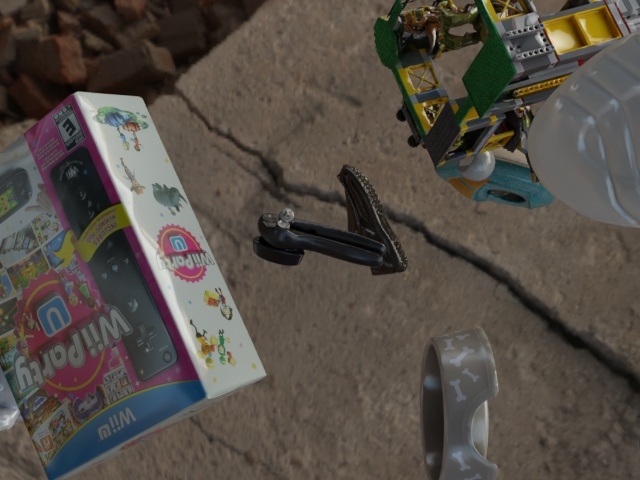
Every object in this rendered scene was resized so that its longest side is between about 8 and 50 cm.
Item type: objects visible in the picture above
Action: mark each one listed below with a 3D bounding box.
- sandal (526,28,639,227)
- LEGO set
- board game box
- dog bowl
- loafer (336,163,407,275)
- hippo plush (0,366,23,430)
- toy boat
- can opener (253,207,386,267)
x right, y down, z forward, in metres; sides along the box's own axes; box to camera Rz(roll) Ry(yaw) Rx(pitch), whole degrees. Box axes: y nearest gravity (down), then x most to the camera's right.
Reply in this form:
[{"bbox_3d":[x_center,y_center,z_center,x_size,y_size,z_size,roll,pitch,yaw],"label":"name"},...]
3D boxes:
[{"bbox_3d":[0.359,-0.132,0.707,0.169,0.416,0.102,59,33,-7],"label":"sandal"},{"bbox_3d":[0.205,-0.226,0.989,0.192,0.331,0.255,-17,67,-16],"label":"LEGO set"},{"bbox_3d":[-0.217,0.045,0.896,0.224,0.097,0.303,-31,80,28],"label":"board game box"},{"bbox_3d":[0.269,0.346,1.861,0.102,0.349,0.349,0,65,-2],"label":"dog bowl"},{"bbox_3d":[0.077,-0.031,1.672,0.078,0.080,0.220,-27,85,15],"label":"loafer"},{"bbox_3d":[-0.379,0.093,1.141,0.236,0.294,0.234,46,55,-1],"label":"hippo plush"},{"bbox_3d":[0.326,-0.141,1.793,0.267,0.318,0.148,14,78,21],"label":"toy boat"},{"bbox_3d":[0.000,0.000,1.291,0.186,0.073,0.059,8,48,2],"label":"can opener"}]
